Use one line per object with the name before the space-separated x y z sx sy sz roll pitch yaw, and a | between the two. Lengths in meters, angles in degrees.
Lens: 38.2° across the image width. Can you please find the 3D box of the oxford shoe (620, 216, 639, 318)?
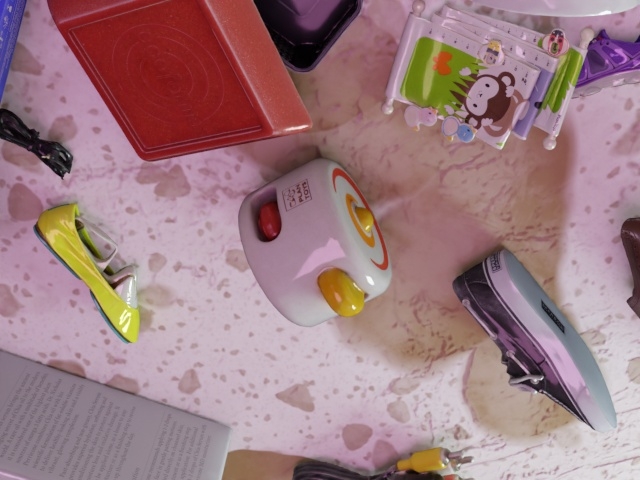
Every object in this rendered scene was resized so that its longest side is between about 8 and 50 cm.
oxford shoe | 0.499 0.096 1.249 0.130 0.133 0.363 -45 129 -21

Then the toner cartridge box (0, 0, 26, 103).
toner cartridge box | -0.451 -0.212 1.068 0.165 0.075 0.347 15 89 -2

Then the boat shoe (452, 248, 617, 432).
boat shoe | 0.296 0.156 1.285 0.105 0.113 0.306 -32 109 27

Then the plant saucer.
plant saucer | -0.175 -0.202 1.098 0.259 0.047 0.258 -8 128 28

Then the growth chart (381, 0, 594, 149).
growth chart | 0.192 -0.193 1.109 0.237 0.021 0.172 18 117 20

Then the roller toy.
roller toy | 0.000 0.000 1.171 0.146 0.209 0.191 -27 93 17

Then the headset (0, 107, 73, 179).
headset | -0.507 -0.005 1.211 0.394 0.243 0.185 -49 131 7

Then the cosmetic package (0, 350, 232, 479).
cosmetic package | -0.381 0.335 1.370 0.453 0.230 0.161 20 119 -6

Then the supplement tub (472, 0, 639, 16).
supplement tub | 0.242 -0.405 0.905 0.235 0.235 0.324 3 119 3

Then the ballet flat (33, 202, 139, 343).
ballet flat | -0.304 0.044 1.295 0.077 0.077 0.231 -33 111 2

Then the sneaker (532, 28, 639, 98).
sneaker | 0.326 -0.214 1.115 0.170 0.068 0.071 -15 102 3

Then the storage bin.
storage bin | -0.048 -0.298 1.075 0.180 0.084 0.122 36 116 -14

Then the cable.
cable | 0.105 0.379 1.472 0.287 0.072 0.139 -4 136 20
